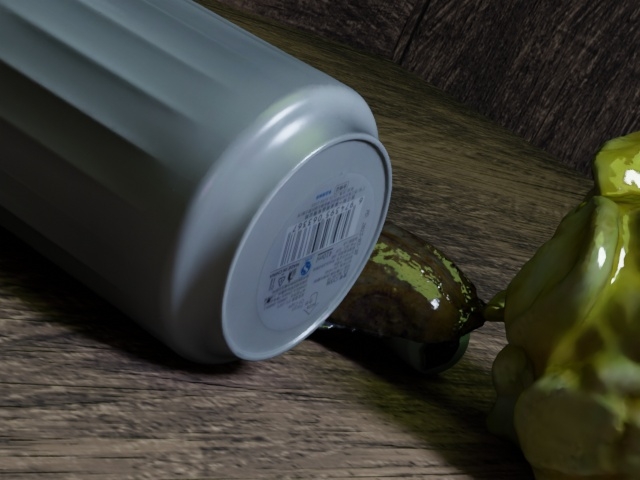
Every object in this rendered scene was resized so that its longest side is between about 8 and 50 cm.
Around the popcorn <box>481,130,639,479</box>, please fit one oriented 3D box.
[{"bbox_3d":[0.279,0.085,1.504,0.294,0.292,0.334,32,18,-13],"label":"popcorn"}]

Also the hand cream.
[{"bbox_3d":[0.031,0.046,1.750,0.109,0.067,0.321,17,8,-36],"label":"hand cream"}]

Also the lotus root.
[{"bbox_3d":[0.001,0.000,1.621,0.329,0.078,0.167,21,33,21],"label":"lotus root"}]

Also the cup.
[{"bbox_3d":[-0.122,-0.048,1.444,0.327,0.237,0.323,32,-17,26],"label":"cup"}]
